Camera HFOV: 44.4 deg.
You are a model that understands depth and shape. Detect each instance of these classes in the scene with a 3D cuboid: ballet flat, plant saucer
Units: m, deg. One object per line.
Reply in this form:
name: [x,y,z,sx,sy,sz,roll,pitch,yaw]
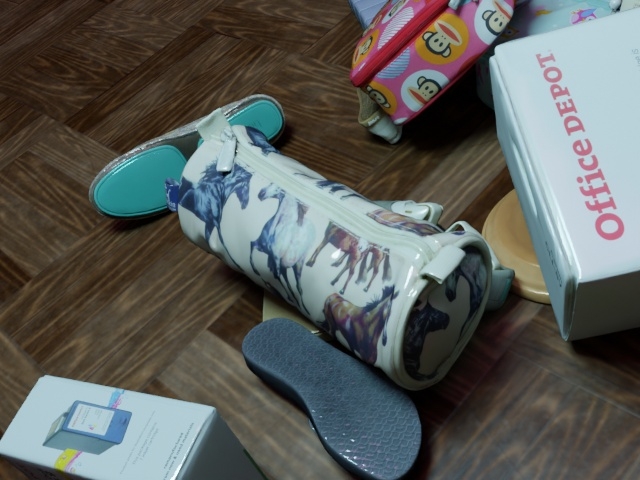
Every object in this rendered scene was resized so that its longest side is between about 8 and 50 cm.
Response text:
ballet flat: [-0.199,-0.126,1.187,0.315,0.108,0.106,-25,21,-9]
plant saucer: [0.279,-0.015,0.883,0.199,0.037,0.200,-13,43,13]
ballet flat: [0.134,-0.005,0.889,0.072,0.068,0.213,-8,40,-45]

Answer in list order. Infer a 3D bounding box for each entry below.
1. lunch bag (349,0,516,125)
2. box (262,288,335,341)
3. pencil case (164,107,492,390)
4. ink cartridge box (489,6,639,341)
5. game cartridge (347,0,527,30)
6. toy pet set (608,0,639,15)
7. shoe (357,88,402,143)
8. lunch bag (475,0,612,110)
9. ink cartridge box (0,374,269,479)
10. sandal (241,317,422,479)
lunch bag: [0.172,-0.310,1.049,0.258,0.120,0.293,-39,19,36]
box: [0.028,0.047,0.945,0.201,0.021,0.164,-14,42,12]
pencil case: [0.000,0.000,0.854,0.160,0.184,0.410,-44,46,-17]
ink cartridge box: [0.385,-0.090,0.758,0.384,0.160,0.279,-13,59,6]
game cartridge: [0.231,-0.442,1.332,0.354,0.068,0.230,-22,46,2]
toy pet set: [0.392,-0.255,0.920,0.122,0.065,0.114,21,23,31]
shoe: [0.097,-0.221,1.173,0.076,0.058,0.219,-39,26,35]
lunch bag: [0.350,-0.242,1.030,0.224,0.108,0.279,-38,45,-15]
ink cartridge box: [-0.178,0.220,0.762,0.212,0.154,0.093,6,51,28]
sandal: [0.015,0.162,0.812,0.097,0.055,0.254,-30,41,-21]
